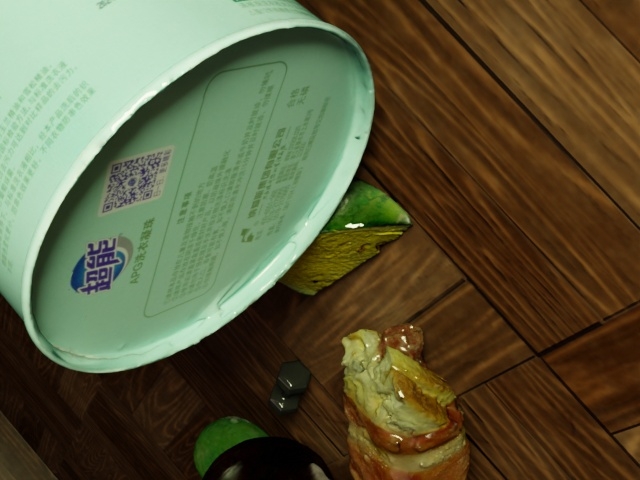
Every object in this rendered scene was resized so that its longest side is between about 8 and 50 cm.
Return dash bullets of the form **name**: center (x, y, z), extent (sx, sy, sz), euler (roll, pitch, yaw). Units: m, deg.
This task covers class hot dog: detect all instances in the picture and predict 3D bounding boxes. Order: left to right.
- **hot dog**: center (0.081, 0.171, 0.794), extent (0.146, 0.103, 0.213), euler (46, 145, 51)

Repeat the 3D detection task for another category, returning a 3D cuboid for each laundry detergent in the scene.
- **laundry detergent**: center (-0.165, -0.110, 0.620), extent (0.305, 0.287, 0.287), euler (42, 147, 24)

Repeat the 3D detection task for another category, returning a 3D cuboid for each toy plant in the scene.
- **toy plant**: center (-0.072, 0.326, 1.084), extent (0.218, 0.175, 0.235), euler (46, 174, -2)

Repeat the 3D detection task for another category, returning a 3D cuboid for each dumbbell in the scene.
- **dumbbell**: center (-0.037, 0.172, 0.991), extent (0.083, 0.040, 0.036), euler (110, 147, -53)

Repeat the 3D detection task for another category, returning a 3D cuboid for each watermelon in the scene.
- **watermelon**: center (-0.008, 0.003, 0.750), extent (0.092, 0.075, 0.181), euler (49, 147, -4)
